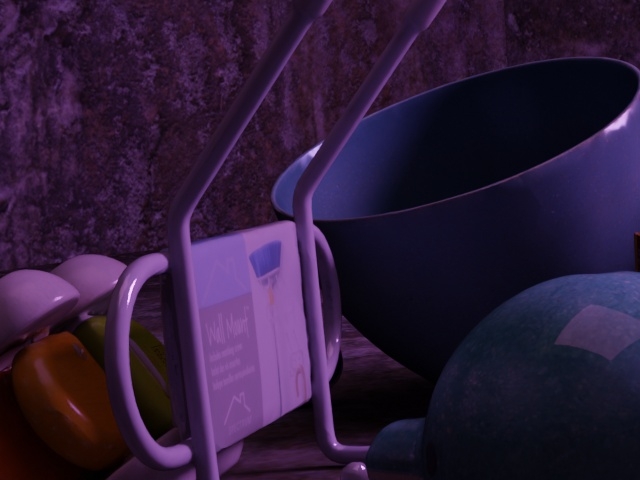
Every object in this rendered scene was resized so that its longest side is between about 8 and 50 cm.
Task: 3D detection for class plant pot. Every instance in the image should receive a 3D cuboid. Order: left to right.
[{"bbox_3d":[0.129,0.006,1.237,0.290,0.195,0.290,-18,19,6],"label":"plant pot"}]

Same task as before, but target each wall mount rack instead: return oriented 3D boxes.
[{"bbox_3d":[0.000,0.000,0.920,0.130,0.304,0.350,-4,4,18],"label":"wall mount rack"}]

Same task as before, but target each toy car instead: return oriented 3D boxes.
[{"bbox_3d":[-0.144,0.104,0.942,0.136,0.159,0.182,-41,-6,17],"label":"toy car"}]

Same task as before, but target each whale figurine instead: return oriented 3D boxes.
[{"bbox_3d":[0.128,0.081,0.809,0.216,0.141,0.272,-5,4,-5],"label":"whale figurine"}]

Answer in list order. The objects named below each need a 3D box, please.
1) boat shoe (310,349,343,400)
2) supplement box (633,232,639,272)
[{"bbox_3d":[-0.076,0.099,1.264,0.183,0.066,0.066,-5,3,-10],"label":"boat shoe"},{"bbox_3d":[0.311,0.059,1.023,0.194,0.129,0.191,-3,4,2],"label":"supplement box"}]
